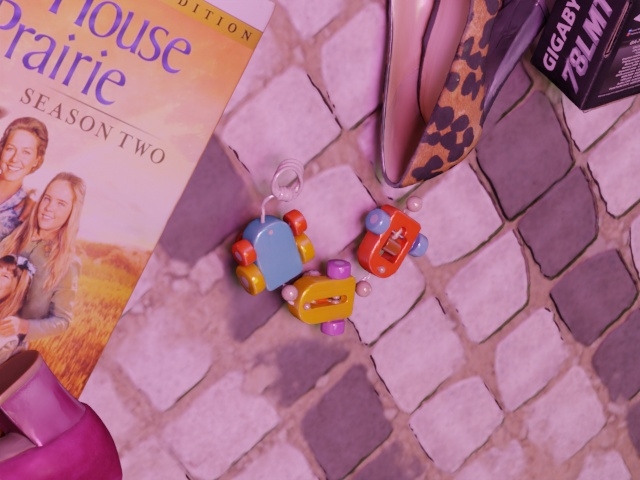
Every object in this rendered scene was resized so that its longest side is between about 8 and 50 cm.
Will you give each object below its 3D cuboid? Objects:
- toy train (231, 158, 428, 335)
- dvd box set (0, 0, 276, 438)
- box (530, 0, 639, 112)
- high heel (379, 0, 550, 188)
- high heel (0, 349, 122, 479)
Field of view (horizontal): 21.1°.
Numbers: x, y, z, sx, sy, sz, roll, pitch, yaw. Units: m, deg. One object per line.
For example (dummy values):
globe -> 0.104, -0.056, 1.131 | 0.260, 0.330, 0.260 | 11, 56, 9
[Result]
toy train -> 0.000, 0.000, 1.293 | 0.166, 0.046, 0.125 | 25, 92, -40
dvd box set -> -0.243, -0.033, 1.109 | 0.307, 0.062, 0.420 | 25, 94, -38
box -> 0.327, -0.255, 1.294 | 0.295, 0.073, 0.293 | -19, 143, -33
high heel -> 0.063, -0.162, 1.233 | 0.186, 0.093, 0.261 | -55, 136, -11
high heel -> -0.239, 0.188, 1.113 | 0.244, 0.082, 0.117 | -46, 118, -26
